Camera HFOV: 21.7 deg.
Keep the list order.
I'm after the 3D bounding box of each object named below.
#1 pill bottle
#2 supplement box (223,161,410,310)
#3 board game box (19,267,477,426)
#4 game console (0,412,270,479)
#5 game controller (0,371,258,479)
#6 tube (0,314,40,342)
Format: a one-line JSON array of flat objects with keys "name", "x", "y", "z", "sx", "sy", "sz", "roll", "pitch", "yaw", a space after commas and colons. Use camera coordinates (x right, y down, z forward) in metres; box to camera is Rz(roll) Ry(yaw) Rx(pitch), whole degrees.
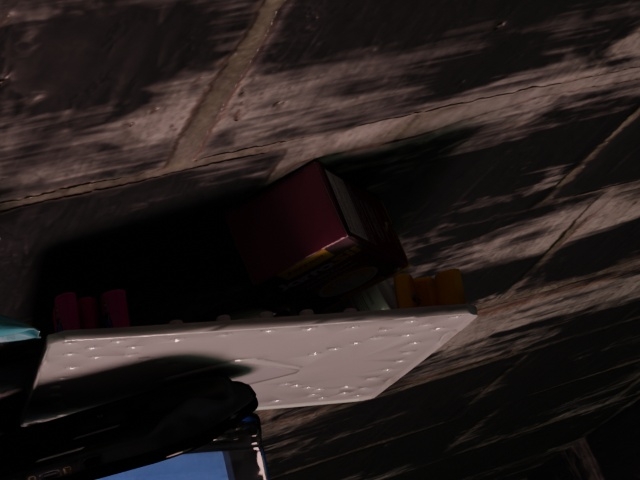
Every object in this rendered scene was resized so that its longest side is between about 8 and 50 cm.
[{"name": "pill bottle", "x": 0.014, "y": 0.086, "z": 1.861, "sx": 0.137, "sy": 0.078, "sz": 0.078, "roll": -28, "pitch": 162, "yaw": 12}, {"name": "supplement box", "x": 0.000, "y": 0.000, "z": 1.586, "sx": 0.104, "sy": 0.081, "sz": 0.188, "roll": -28, "pitch": 162, "yaw": 15}, {"name": "board game box", "x": -0.089, "y": 0.110, "z": 1.640, "sx": 0.390, "sy": 0.050, "sz": 0.390, "roll": -3, "pitch": 164, "yaw": -15}, {"name": "game console", "x": -0.210, "y": 0.288, "z": 1.856, "sx": 0.293, "sy": 0.173, "sz": 0.250, "roll": -6, "pitch": 176, "yaw": 8}, {"name": "game controller", "x": -0.217, "y": 0.204, "z": 1.607, "sx": 0.319, "sy": 0.067, "sz": 0.166, "roll": -19, "pitch": -168, "yaw": 25}, {"name": "tube", "x": -0.318, "y": 0.062, "z": 1.275, "sx": 0.207, "sy": 0.052, "sz": 0.080, "roll": 5, "pitch": 178, "yaw": -9}]
